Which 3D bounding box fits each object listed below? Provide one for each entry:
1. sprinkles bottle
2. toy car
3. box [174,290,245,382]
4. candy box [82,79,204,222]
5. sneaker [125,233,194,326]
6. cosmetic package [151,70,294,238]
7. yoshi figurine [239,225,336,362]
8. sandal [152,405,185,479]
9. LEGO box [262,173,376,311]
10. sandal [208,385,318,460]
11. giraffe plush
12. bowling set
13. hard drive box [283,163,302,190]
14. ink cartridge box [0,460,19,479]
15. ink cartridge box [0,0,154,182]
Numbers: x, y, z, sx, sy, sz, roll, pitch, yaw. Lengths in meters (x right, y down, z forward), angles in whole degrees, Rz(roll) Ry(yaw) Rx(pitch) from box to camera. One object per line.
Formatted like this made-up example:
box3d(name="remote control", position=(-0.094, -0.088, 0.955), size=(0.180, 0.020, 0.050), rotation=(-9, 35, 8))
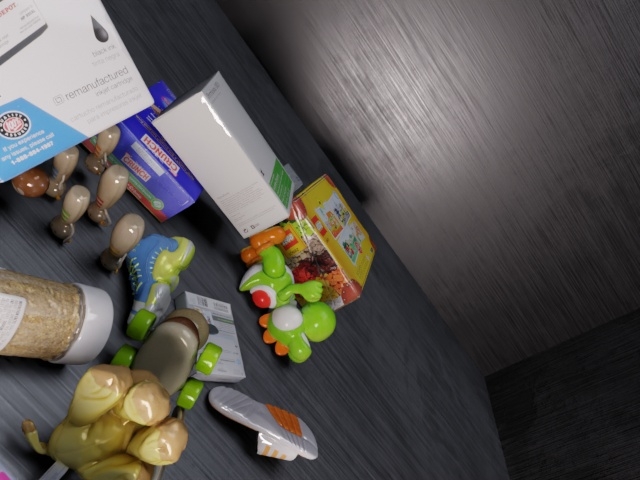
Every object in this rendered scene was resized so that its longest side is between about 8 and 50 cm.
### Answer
box3d(name="sprinkles bottle", position=(-0.456, 0.083, 0.589), size=(0.355, 0.121, 0.121), rotation=(29, 34, -52))
box3d(name="toy car", position=(-0.260, 0.185, 0.848), size=(0.154, 0.149, 0.188), rotation=(29, 14, -5))
box3d(name="box", position=(-0.242, 0.214, 1.009), size=(0.145, 0.038, 0.186), rotation=(29, 34, -52))
box3d(name="candy box", position=(-0.406, -0.235, 1.170), size=(0.268, 0.122, 0.317), rotation=(52, 20, -23))
box3d(name="sneaker", position=(-0.354, 0.076, 0.925), size=(0.126, 0.091, 0.240), rotation=(21, 42, -3))
box3d(name="cosmetic package", position=(-0.229, -0.213, 1.173), size=(0.366, 0.155, 0.197), rotation=(56, 20, -29))
box3d(name="yoshi figurine", position=(-0.076, 0.147, 1.276), size=(0.363, 0.202, 0.203), rotation=(66, 15, 16))
box3d(name="sandal", position=(-0.267, 0.339, 0.745), size=(0.049, 0.072, 0.180), rotation=(30, 31, -10))
box3d(name="LEGO box", position=(0.000, 0.000, 1.651), size=(0.373, 0.193, 0.500), rotation=(55, 20, -7))
box3d(name="sandal", position=(-0.128, 0.396, 0.969), size=(0.265, 0.076, 0.102), rotation=(31, 11, -10))
box3d(name="giraffe plush", position=(-0.288, 0.259, 0.667), size=(0.182, 0.210, 0.170), rotation=(60, 3, -3))
box3d(name="bowling set", position=(-0.462, -0.088, 0.849), size=(0.199, 0.154, 0.287), rotation=(4, 55, -43))
box3d(name="hard drive box", position=(-0.175, -0.146, 1.485), size=(0.089, 0.181, 0.232), rotation=(53, 20, -9))
box3d(name="ink cartridge box", position=(-0.287, 0.378, 0.449), size=(0.311, 0.185, 0.065), rotation=(54, 18, -10))
box3d(name="ink cartridge box", position=(-0.490, -0.326, 0.682), size=(0.285, 0.166, 0.395), rotation=(-44, 126, -33))
